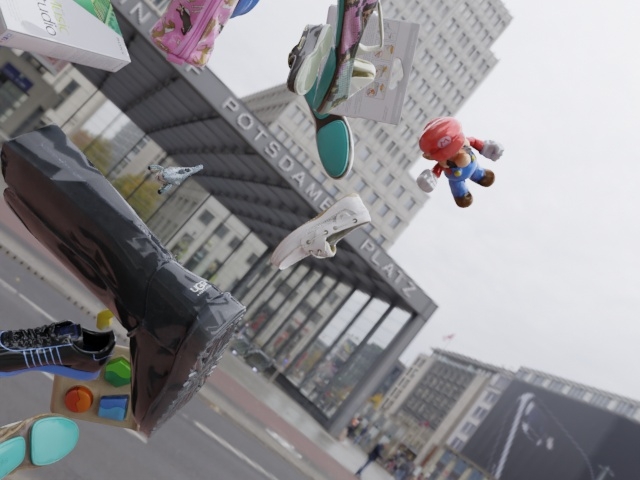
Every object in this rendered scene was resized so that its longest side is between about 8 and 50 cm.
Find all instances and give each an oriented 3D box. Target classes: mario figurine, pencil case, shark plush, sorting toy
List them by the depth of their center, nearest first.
[{"bbox_3d":[-0.244,-0.586,1.382,0.160,0.386,0.167,44,27,7],"label":"pencil case"},{"bbox_3d":[-0.516,0.299,1.423,0.228,0.308,0.041,13,14,-1],"label":"sorting toy"},{"bbox_3d":[-0.346,-0.158,1.482,0.161,0.067,0.073,-6,79,-55],"label":"shark plush"},{"bbox_3d":[0.361,-0.187,1.541,0.170,0.198,0.320,5,-19,35],"label":"mario figurine"}]

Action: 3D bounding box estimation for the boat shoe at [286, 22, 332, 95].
[{"bbox_3d":[-0.037,-0.427,1.415,0.068,0.228,0.081,14,-34,15],"label":"boat shoe"}]

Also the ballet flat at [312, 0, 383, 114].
[{"bbox_3d":[0.045,-0.263,0.832,0.079,0.077,0.222,5,-43,-10],"label":"ballet flat"}]

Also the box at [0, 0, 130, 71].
[{"bbox_3d":[-0.536,-0.475,1.194,0.322,0.058,0.233,-14,83,-68],"label":"box"}]

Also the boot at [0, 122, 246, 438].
[{"bbox_3d":[-0.362,0.078,1.007,0.445,0.146,0.367,39,-55,8],"label":"boot"}]

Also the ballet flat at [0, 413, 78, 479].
[{"bbox_3d":[-0.644,0.430,1.246,0.124,0.116,0.342,1,-2,9],"label":"ballet flat"}]

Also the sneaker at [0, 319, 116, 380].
[{"bbox_3d":[-0.440,0.162,0.952,0.232,0.090,0.081,17,28,-43],"label":"sneaker"}]

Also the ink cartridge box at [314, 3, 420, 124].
[{"bbox_3d":[0.118,-0.463,1.597,0.238,0.275,0.060,10,27,0],"label":"ink cartridge box"}]

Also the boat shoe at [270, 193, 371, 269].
[{"bbox_3d":[0.000,0.000,1.474,0.096,0.277,0.098,58,16,16],"label":"boat shoe"}]

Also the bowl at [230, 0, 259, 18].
[{"bbox_3d":[-0.246,-0.781,1.572,0.391,0.077,0.392,22,-62,49],"label":"bowl"}]

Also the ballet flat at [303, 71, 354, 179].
[{"bbox_3d":[0.043,-0.396,2.063,0.139,0.139,0.401,101,-28,-79],"label":"ballet flat"}]
